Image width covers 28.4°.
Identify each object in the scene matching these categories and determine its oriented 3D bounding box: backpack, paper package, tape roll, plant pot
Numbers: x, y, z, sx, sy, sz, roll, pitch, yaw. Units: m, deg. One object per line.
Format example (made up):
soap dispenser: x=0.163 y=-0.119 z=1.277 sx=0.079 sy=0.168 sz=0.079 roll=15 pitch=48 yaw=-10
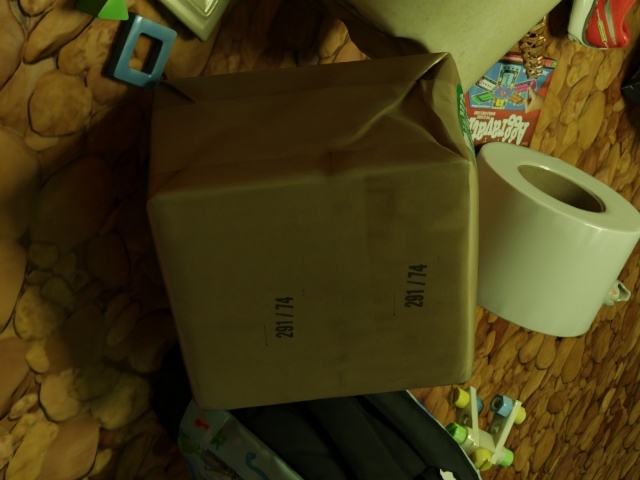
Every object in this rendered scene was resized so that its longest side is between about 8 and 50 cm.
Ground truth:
backpack: x=0.016 y=0.258 z=1.427 sx=0.290 sy=0.355 sz=0.273 roll=-15 pitch=124 yaw=-51
paper package: x=0.000 y=0.000 z=1.250 sx=0.168 sy=0.309 sz=0.325 roll=-95 pitch=178 yaw=-45
tape roll: x=0.294 y=-0.004 z=1.729 sx=0.246 sy=0.246 sz=0.169 roll=-8 pitch=127 yaw=-53
plant pot: x=0.144 y=-0.322 z=1.288 sx=0.305 sy=0.334 sz=0.334 roll=-52 pitch=147 yaw=0

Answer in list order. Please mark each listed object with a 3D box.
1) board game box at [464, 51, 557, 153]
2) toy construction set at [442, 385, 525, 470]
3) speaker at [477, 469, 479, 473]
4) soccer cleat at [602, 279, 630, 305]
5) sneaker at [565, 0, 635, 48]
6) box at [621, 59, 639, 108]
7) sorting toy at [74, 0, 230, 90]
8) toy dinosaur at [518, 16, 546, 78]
board game box: x=0.233 y=-0.190 z=1.742 sx=0.281 sy=0.027 sz=0.145 roll=-6 pitch=117 yaw=-54
toy construction set: x=0.180 y=0.381 z=1.869 sx=0.151 sy=0.215 sz=0.327 roll=43 pitch=49 yaw=-22
speaker: x=0.212 y=0.370 z=2.068 sx=0.055 sy=0.055 sz=0.136 roll=-63 pitch=148 yaw=-3
soccer cleat: x=0.490 y=0.086 z=2.253 sx=0.196 sy=0.076 sz=0.068 roll=-2 pitch=113 yaw=-55
sneaker: x=0.429 y=-0.400 z=1.772 sx=0.107 sy=0.118 sz=0.279 roll=-68 pitch=170 yaw=-58
box: x=0.715 y=-0.336 z=2.038 sx=0.179 sy=0.312 sz=0.343 roll=42 pitch=72 yaw=-15
sorting toy: x=-0.099 y=-0.299 z=1.166 sx=0.347 sy=0.047 sz=0.196 roll=-60 pitch=148 yaw=-7
toy dinosaur: x=0.297 y=-0.380 z=1.636 sx=0.218 sy=0.164 sz=0.322 roll=-12 pitch=141 yaw=-35
